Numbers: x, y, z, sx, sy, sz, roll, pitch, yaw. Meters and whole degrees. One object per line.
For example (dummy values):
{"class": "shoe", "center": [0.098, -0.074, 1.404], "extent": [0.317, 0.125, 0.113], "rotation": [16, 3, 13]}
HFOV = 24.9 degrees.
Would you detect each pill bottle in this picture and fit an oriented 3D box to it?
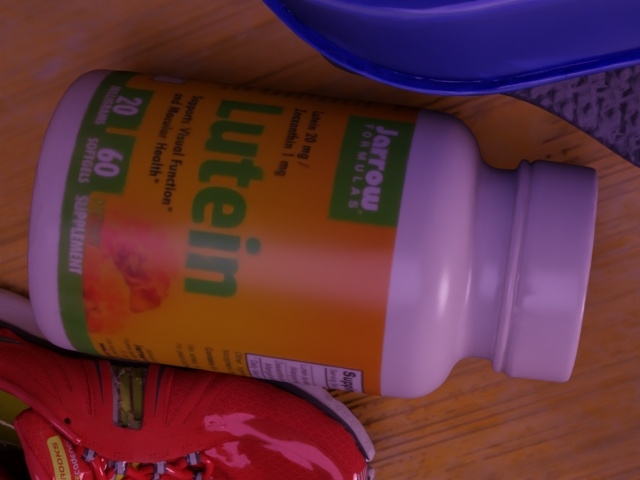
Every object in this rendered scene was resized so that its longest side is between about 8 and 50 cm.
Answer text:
{"class": "pill bottle", "center": [0.000, 0.000, 0.682], "extent": [0.246, 0.136, 0.136], "rotation": [8, 113, 6]}

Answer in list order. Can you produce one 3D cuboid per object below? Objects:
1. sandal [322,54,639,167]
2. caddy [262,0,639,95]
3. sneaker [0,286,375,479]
{"class": "sandal", "center": [0.121, -0.096, 0.676], "extent": [0.255, 0.054, 0.097], "rotation": [20, 107, 12]}
{"class": "caddy", "center": [0.104, -0.190, 0.570], "extent": [0.341, 0.179, 0.241], "rotation": [-10, 88, 14]}
{"class": "sneaker", "center": [-0.113, 0.110, 0.755], "extent": [0.279, 0.118, 0.107], "rotation": [13, 114, 4]}
